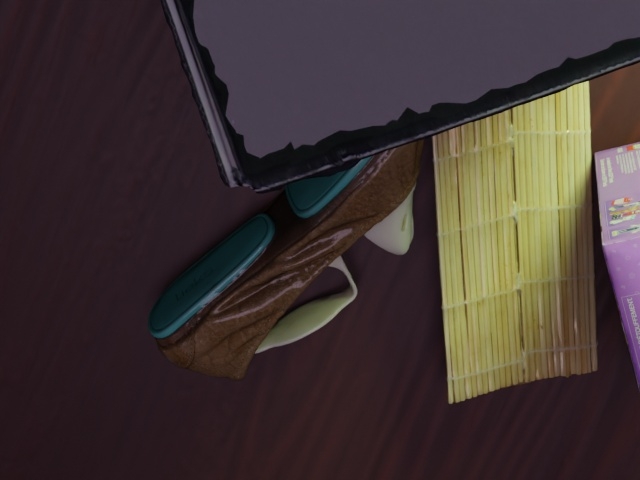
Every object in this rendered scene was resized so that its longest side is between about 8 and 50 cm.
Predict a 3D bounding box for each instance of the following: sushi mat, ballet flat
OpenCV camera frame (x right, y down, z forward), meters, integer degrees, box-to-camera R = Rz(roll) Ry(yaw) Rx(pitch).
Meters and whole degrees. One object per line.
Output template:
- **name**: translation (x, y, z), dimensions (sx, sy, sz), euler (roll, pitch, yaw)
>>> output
- **sushi mat**: translation (0.169, -0.021, 1.343), dimensions (0.151, 0.019, 0.316), euler (-8, 105, -15)
- **ballet flat**: translation (0.000, 0.000, 1.342), dimensions (0.124, 0.116, 0.342), euler (37, 104, -27)

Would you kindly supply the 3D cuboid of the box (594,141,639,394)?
- **box**: translation (0.270, 0.049, 1.236), dimensions (0.057, 0.293, 0.201), euler (-13, 103, 12)

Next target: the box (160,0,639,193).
- **box**: translation (0.016, -0.338, 1.057), dimensions (0.297, 0.472, 0.480), euler (-18, 103, 6)
